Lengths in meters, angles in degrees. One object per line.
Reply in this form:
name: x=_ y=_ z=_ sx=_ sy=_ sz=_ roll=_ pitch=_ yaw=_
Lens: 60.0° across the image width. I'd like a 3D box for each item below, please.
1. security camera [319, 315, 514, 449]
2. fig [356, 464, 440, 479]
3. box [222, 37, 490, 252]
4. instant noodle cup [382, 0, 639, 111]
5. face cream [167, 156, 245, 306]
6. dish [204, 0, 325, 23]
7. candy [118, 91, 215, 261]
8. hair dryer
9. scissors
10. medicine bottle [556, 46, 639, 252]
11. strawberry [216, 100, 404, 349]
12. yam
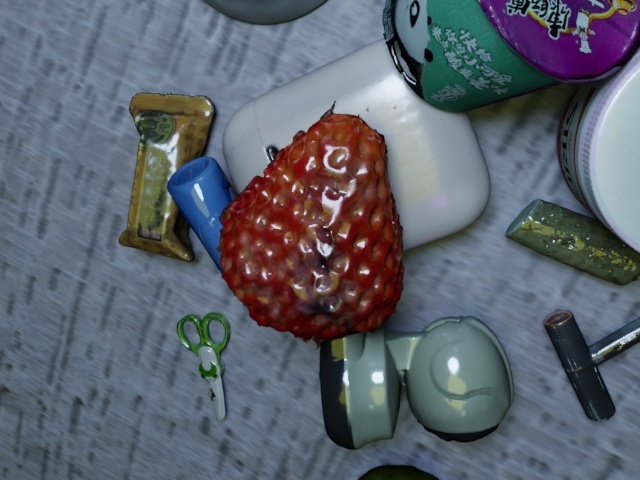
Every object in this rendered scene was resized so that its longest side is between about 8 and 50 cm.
security camera: x=0.146 y=0.210 z=0.841 sx=0.277 sy=0.197 sz=0.191 roll=-6 pitch=91 yaw=7
fig: x=0.130 y=0.487 z=0.886 sx=0.195 sy=0.245 sz=0.195 roll=1 pitch=117 yaw=2
box: x=0.046 y=-0.107 z=0.798 sx=0.349 sy=0.141 sz=0.289 roll=-20 pitch=101 yaw=19
instant noodle cup: x=0.197 y=-0.265 z=0.618 sx=0.251 sy=0.190 sz=0.251 roll=2 pitch=84 yaw=-23
face cream: x=-0.136 y=0.003 z=0.862 sx=0.083 sy=0.149 sz=0.264 roll=-27 pitch=119 yaw=1
dish: x=-0.096 y=-0.469 z=0.747 sx=0.324 sy=0.124 sz=0.324 roll=4 pitch=106 yaw=14
candy: x=-0.256 y=-0.106 z=0.902 sx=0.143 sy=0.101 sz=0.271 roll=11 pitch=101 yaw=3
hair dryer: x=0.456 y=0.160 z=0.817 sx=0.194 sy=0.050 sz=0.173 roll=-24 pitch=100 yaw=16
scissors: x=-0.198 y=0.231 z=1.012 sx=0.101 sy=0.027 sz=0.205 roll=-7 pitch=100 yaw=19
medicine bottle: x=0.422 y=-0.114 z=0.645 sx=0.252 sy=0.241 sz=0.253 roll=3 pitch=104 yaw=13
strawberry: x=0.009 y=0.015 z=0.688 sx=0.253 sy=0.150 sz=0.280 roll=41 pitch=116 yaw=-13
yam: x=0.359 y=-0.001 z=0.781 sx=0.179 sy=0.078 sz=0.078 roll=24 pitch=109 yaw=10
